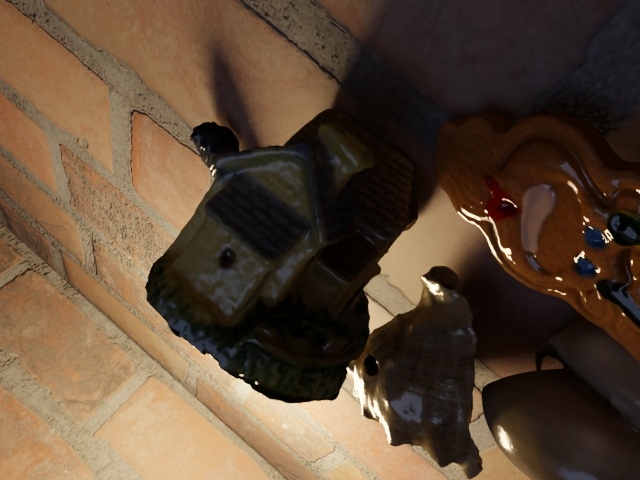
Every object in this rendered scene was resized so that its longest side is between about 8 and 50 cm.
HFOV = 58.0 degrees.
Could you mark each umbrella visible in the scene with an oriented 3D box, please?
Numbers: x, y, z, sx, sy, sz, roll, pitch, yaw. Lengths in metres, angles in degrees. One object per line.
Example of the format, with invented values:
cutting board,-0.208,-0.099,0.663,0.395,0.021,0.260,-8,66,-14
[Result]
umbrella,-0.127,-0.090,0.955,0.071,0.071,0.248,4,135,46

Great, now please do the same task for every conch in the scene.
conch,0.142,0.201,0.827,0.263,0.186,0.324,-121,13,-56

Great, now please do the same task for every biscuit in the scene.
biscuit,0.236,-0.017,0.556,0.334,0.047,0.201,42,149,36

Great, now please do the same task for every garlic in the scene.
garlic,0.340,0.183,0.678,0.246,0.231,0.340,12,-175,-30

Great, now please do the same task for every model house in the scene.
model house,0.000,0.000,0.694,0.261,0.321,0.266,38,107,11
